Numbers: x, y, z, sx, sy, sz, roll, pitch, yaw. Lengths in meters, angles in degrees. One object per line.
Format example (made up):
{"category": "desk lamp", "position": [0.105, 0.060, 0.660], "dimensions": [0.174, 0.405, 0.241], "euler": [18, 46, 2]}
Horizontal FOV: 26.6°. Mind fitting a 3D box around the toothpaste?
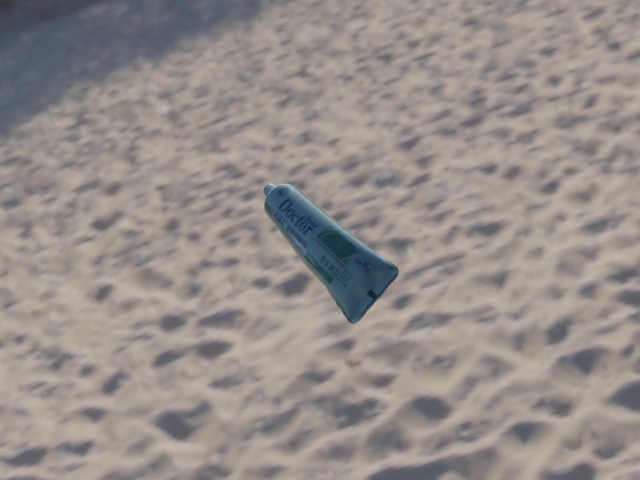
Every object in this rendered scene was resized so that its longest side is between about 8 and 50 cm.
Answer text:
{"category": "toothpaste", "position": [0.000, 0.000, 1.256], "dimensions": [0.064, 0.041, 0.218], "euler": [-48, 40, 4]}
